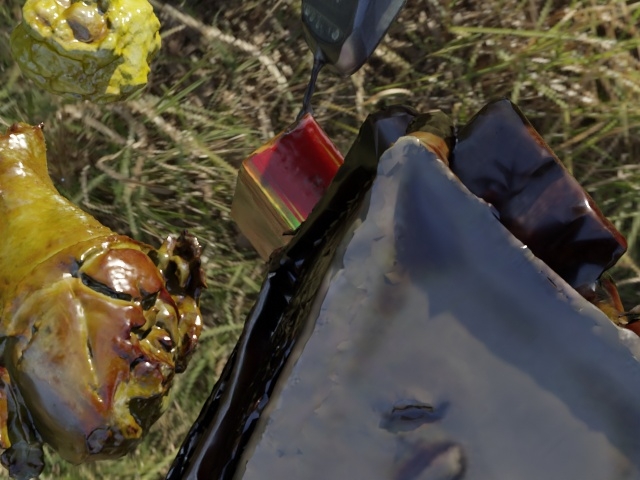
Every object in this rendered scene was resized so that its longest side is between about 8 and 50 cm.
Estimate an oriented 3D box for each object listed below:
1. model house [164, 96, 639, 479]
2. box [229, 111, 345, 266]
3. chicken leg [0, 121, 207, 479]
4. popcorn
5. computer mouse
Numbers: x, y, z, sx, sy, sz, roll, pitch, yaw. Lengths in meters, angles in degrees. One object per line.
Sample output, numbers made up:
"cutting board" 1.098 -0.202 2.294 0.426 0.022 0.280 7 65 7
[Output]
"model house" 0.078 0.113 0.537 0.317 0.282 0.297 41 101 -5
"box" 0.000 0.001 1.063 0.089 0.313 0.197 -36 89 -9
"chicken leg" -0.215 0.019 0.909 0.211 0.140 0.361 -10 61 -18
"popcorn" -0.308 -0.276 1.357 0.198 0.155 0.197 12 56 -17
"computer mouse" 0.049 -0.290 1.114 0.090 0.167 0.379 4 121 -29
